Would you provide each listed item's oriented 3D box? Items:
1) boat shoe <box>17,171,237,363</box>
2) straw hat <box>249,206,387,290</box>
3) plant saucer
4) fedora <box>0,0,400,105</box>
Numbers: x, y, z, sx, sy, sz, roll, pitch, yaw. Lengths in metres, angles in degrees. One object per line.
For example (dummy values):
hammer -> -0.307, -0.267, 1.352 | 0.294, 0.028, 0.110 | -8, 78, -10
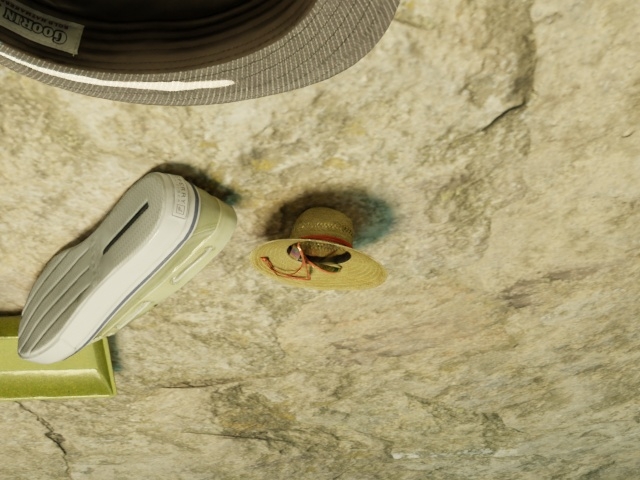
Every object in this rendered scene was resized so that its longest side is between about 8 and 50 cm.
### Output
boat shoe -> -0.202, 0.046, 0.771 | 0.094, 0.109, 0.302 | 22, 135, -40
straw hat -> 0.000, 0.000, 0.773 | 0.144, 0.061, 0.144 | 8, 157, 4
plant saucer -> -0.352, 0.141, 0.948 | 0.188, 0.045, 0.188 | 0, 147, -10
fedora -> -0.092, -0.189, 0.400 | 0.275, 0.124, 0.244 | -5, 146, 14
